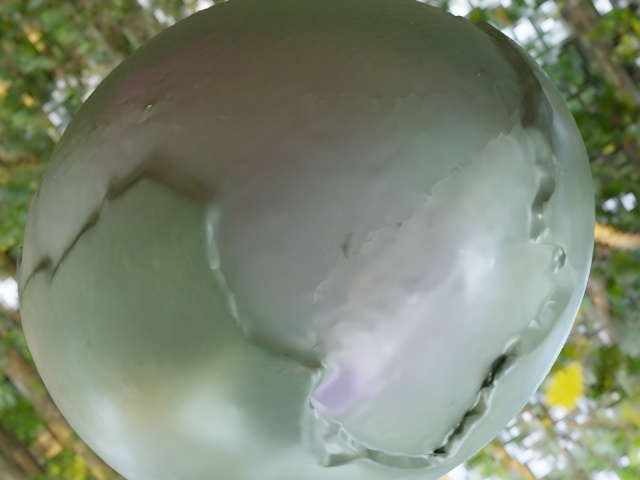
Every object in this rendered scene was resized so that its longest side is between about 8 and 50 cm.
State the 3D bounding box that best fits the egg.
[{"bbox_3d":[0.000,0.000,0.582,0.217,0.183,0.183,-34,-165,41],"label":"egg"}]
